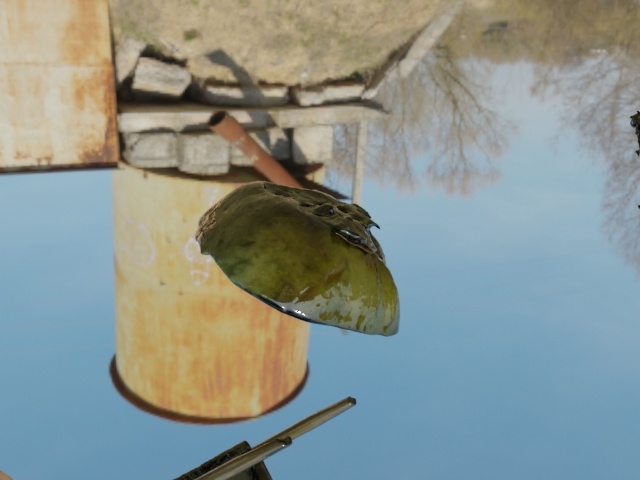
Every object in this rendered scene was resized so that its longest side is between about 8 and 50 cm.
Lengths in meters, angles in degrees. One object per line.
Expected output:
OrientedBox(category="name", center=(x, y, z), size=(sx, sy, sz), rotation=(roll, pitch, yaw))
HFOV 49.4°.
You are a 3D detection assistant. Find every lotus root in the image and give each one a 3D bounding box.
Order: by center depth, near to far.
OrientedBox(category="lotus root", center=(-0.003, -0.001, 0.597), size=(0.204, 0.078, 0.183), rotation=(14, -158, -43))

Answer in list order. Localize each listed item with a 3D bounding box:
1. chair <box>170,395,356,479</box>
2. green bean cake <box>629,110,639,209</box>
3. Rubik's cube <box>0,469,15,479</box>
OrientedBox(category="chair", center=(-0.072, 0.288, 0.672), size=(0.272, 0.166, 0.188), rotation=(-33, 168, 20))
OrientedBox(category="green bean cake", center=(0.227, -0.043, 0.357), size=(0.194, 0.107, 0.208), rotation=(14, 179, -4))
OrientedBox(category="Rubik's cube", center=(-0.169, 0.262, 0.379), size=(0.228, 0.233, 0.229), rotation=(-28, 137, 36))
